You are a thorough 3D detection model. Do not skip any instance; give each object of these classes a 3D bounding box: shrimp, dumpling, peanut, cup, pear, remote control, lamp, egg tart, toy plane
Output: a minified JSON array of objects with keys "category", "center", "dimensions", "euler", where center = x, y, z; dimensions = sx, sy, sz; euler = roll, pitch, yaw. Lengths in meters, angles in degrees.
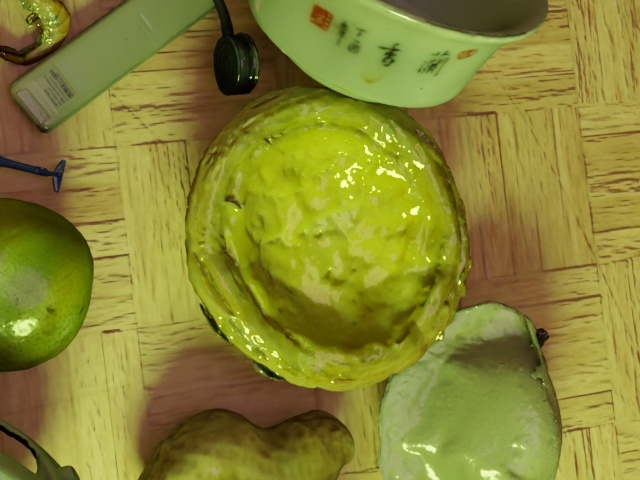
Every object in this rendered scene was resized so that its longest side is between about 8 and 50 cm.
[{"category":"shrimp","center":[-0.314,-0.239,1.563],"dimensions":[0.091,0.025,0.127],"euler":[-37,133,-10]},{"category":"dumpling","center":[0.177,0.217,1.727],"dimensions":[0.205,0.163,0.292],"euler":[-5,91,11]},{"category":"peanut","center":[-0.079,0.248,1.617],"dimensions":[0.253,0.122,0.137],"euler":[1,78,-25]},{"category":"cup","center":[0.057,-0.265,1.625],"dimensions":[0.347,0.163,0.347],"euler":[19,36,-15]},{"category":"pear","center":[-0.326,0.061,1.489],"dimensions":[0.180,0.166,0.216],"euler":[50,56,-29]},{"category":"remote control","center":[-0.223,-0.213,1.628],"dimensions":[0.261,0.029,0.067],"euler":[-41,101,-22]},{"category":"lamp","center":[-0.163,-0.334,1.612],"dimensions":[0.109,0.130,0.371],"euler":[-12,96,-31]},{"category":"egg tart","center":[0.000,0.000,1.654],"dimensions":[0.345,0.132,0.345],"euler":[1,86,-22]},{"category":"toy plane","center":[-0.348,-0.085,1.551],"dimensions":[0.167,0.062,0.054],"euler":[14,82,-32]}]

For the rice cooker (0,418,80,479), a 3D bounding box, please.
[{"category":"rice cooker","center":[-0.370,0.293,1.413],"dimensions":[0.288,0.288,0.277],"euler":[35,74,-18]}]
